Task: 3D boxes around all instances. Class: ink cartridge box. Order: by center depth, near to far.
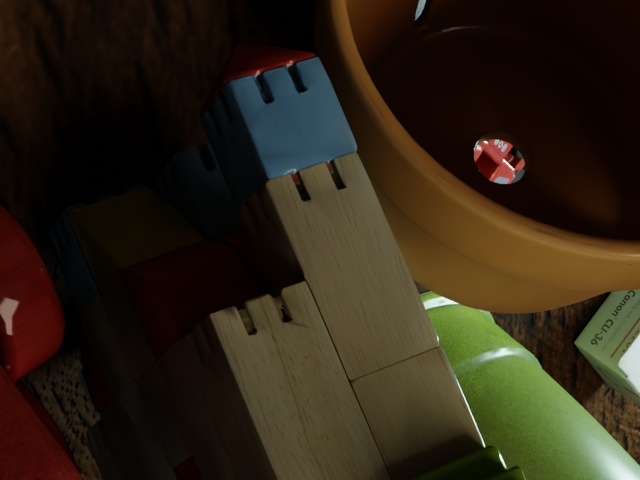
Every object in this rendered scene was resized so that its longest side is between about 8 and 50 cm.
[{"bbox_3d":[0.318,0.088,1.540,0.115,0.067,0.198,-53,152,-3],"label":"ink cartridge box"}]

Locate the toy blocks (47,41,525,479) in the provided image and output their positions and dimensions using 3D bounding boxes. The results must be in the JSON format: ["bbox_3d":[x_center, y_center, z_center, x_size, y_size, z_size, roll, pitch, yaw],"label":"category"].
[{"bbox_3d":[-0.046,0.069,0.806,0.190,0.261,0.381,-19,170,-24],"label":"toy blocks"}]

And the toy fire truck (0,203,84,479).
[{"bbox_3d":[-0.157,0.133,0.710,0.169,0.254,0.302,-34,145,-32],"label":"toy fire truck"}]

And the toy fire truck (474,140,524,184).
[{"bbox_3d":[0.068,-0.048,1.059,0.135,0.047,0.192,-55,151,1],"label":"toy fire truck"}]

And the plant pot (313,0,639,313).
[{"bbox_3d":[0.129,-0.086,0.896,0.291,0.291,0.203,-41,169,-23],"label":"plant pot"}]

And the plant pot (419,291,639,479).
[{"bbox_3d":[0.144,0.284,1.200,0.366,0.353,0.366,-35,145,-30],"label":"plant pot"}]
